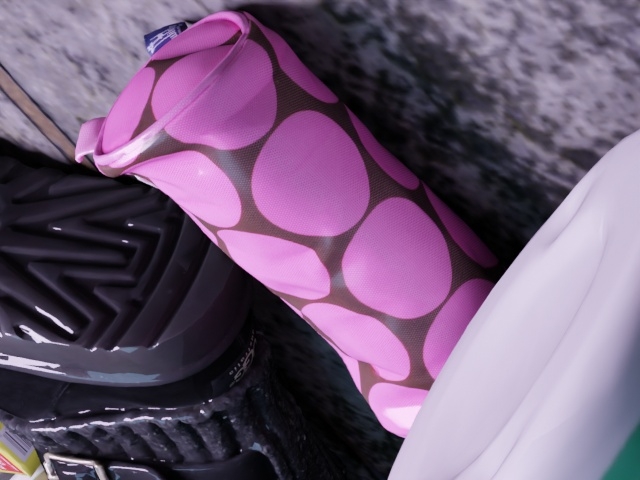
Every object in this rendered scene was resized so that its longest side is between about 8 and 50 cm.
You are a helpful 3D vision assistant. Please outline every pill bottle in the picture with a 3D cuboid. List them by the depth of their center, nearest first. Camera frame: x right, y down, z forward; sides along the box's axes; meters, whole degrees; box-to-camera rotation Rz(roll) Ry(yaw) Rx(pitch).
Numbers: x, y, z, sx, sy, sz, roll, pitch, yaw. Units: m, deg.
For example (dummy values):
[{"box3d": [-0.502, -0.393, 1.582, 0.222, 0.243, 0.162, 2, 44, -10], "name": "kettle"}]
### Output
[{"box3d": [0.214, 0.133, 0.563, 0.361, 0.204, 0.204, 33, 152, -3], "name": "pill bottle"}]

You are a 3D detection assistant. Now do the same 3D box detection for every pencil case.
[{"box3d": [0.000, 0.000, 0.676, 0.098, 0.095, 0.209, -33, 117, 26], "name": "pencil case"}]

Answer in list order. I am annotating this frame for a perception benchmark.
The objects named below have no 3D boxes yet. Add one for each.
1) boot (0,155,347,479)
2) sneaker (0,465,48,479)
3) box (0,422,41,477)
[{"box3d": [-0.162, 0.073, 0.905, 0.348, 0.131, 0.260, 16, 149, 25], "name": "boot"}, {"box3d": [-0.046, 0.284, 1.126, 0.410, 0.158, 0.182, 37, 146, -17], "name": "sneaker"}, {"box3d": [-0.284, 0.119, 1.176, 0.232, 0.058, 0.087, -3, 137, 46], "name": "box"}]
